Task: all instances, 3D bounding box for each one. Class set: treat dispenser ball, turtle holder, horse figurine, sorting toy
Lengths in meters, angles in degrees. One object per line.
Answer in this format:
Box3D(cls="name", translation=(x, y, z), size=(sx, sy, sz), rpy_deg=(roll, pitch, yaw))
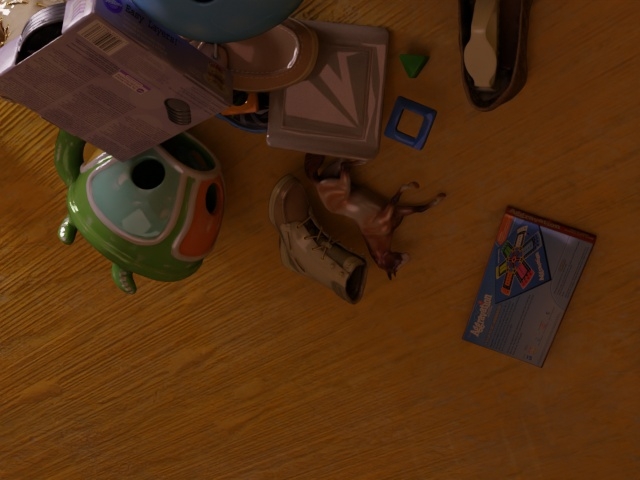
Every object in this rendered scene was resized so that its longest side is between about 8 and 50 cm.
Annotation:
Box3D(cls="treat dispenser ball", translation=(-0.134, -0.403, 1.327), size=(0.288, 0.288, 0.288), rpy_deg=(13, 129, 16))
Box3D(cls="turtle holder", translation=(-0.295, -0.091, 1.711), size=(0.227, 0.243, 0.320), rpy_deg=(-54, 53, 27))
Box3D(cls="horse figurine", translation=(0.069, -0.072, 1.634), size=(0.263, 0.066, 0.174), rpy_deg=(36, 131, -10))
Box3D(cls="sorting toy", translation=(0.011, -0.227, 1.533), size=(0.348, 0.047, 0.196), rpy_deg=(10, 103, 18))

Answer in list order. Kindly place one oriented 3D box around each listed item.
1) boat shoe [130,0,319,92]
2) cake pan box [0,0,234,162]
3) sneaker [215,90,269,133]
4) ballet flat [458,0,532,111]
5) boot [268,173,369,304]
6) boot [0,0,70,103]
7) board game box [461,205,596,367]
Box3D(cls="boat shoe", translation=(-0.169, -0.293, 1.508), size=(0.341, 0.110, 0.121), rpy_deg=(10, 92, 25))
Box3D(cls="cake pan box", translation=(-0.300, -0.230, 1.451), size=(0.246, 0.070, 0.267), rpy_deg=(-24, 141, 35))
Box3D(cls="sneaker", translation=(-0.128, -0.225, 1.609), size=(0.188, 0.067, 0.078), rpy_deg=(20, 135, 13))
Box3D(cls="ballet flat", translation=(0.219, -0.318, 1.337), size=(0.116, 0.124, 0.342), rpy_deg=(9, 128, 18))
Box3D(cls="boot", translation=(0.000, 0.000, 1.673), size=(0.165, 0.077, 0.213), rpy_deg=(31, 147, 34))
Box3D(cls="boot", translation=(-0.485, -0.307, 1.618), size=(0.262, 0.203, 0.095), rpy_deg=(3, 140, 22))
Box3D(cls="board game box", translation=(0.331, 0.080, 1.654), size=(0.145, 0.027, 0.281), rpy_deg=(19, 131, 9))
